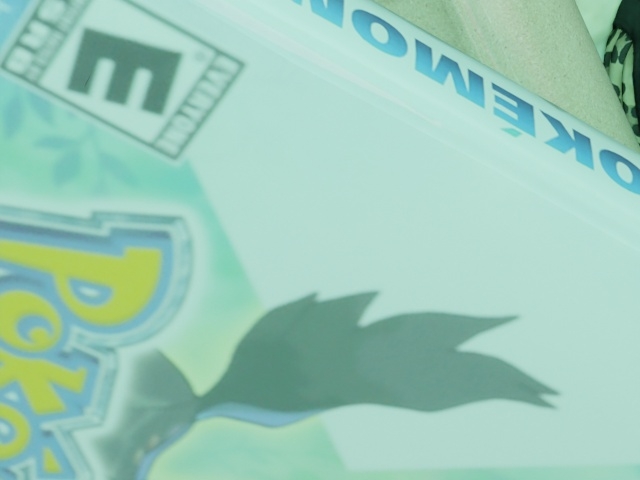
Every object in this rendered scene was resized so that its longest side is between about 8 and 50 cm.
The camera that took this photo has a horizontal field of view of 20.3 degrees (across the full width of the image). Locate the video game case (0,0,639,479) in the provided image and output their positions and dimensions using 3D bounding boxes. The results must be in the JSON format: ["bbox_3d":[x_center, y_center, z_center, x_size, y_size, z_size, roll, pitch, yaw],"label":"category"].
[{"bbox_3d":[-0.030,0.086,0.470,0.300,0.036,0.329,27,126,-18],"label":"video game case"}]

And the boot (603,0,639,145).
[{"bbox_3d":[0.137,-0.087,0.500,0.085,0.178,0.236,-6,104,-14],"label":"boot"}]

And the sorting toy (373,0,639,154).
[{"bbox_3d":[0.000,0.000,0.538,0.196,0.047,0.347,-26,106,3],"label":"sorting toy"}]
